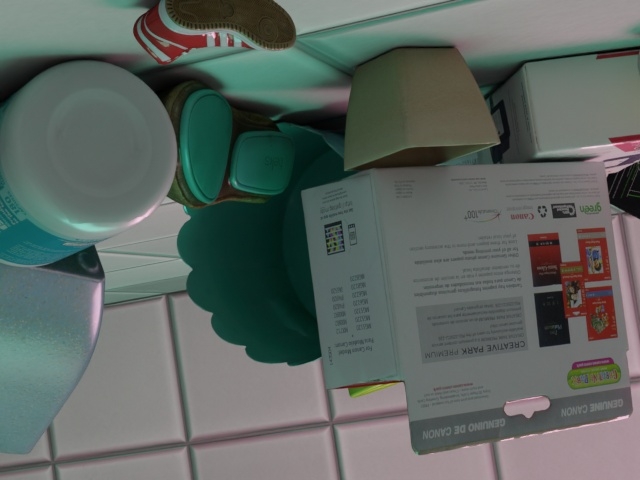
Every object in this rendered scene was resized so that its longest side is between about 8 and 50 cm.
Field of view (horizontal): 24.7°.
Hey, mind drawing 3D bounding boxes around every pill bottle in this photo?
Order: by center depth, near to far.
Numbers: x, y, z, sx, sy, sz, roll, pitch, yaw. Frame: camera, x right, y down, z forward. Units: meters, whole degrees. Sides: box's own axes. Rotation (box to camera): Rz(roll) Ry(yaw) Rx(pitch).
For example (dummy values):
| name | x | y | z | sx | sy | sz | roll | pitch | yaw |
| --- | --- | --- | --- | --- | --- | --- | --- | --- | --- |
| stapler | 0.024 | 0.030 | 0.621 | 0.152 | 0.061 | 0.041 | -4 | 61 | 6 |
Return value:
| name | x | y | z | sx | sy | sz | roll | pitch | yaw |
| --- | --- | --- | --- | --- | --- | --- | --- | --- | --- |
| pill bottle | -0.239 | -0.057 | 1.272 | 0.146 | 0.146 | 0.264 | -6 | 173 | -30 |

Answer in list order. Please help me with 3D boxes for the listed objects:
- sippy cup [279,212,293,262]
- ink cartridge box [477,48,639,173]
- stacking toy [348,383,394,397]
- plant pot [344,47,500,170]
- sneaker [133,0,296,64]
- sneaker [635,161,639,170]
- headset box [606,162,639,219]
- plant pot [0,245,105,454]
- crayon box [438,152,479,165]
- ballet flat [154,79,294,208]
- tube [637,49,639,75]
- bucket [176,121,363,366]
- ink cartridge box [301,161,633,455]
| name | x | y | z | sx | sy | sz | roll | pitch | yaw |
| --- | --- | --- | --- | --- | --- | --- | --- | --- | --- |
| sippy cup | -0.019 | -0.001 | 1.919 | 0.224 | 0.240 | 0.305 | 13 | 152 | -44 |
| ink cartridge box | 0.277 | -0.129 | 1.585 | 0.171 | 0.100 | 0.237 | -7 | 174 | -8 |
| stacking toy | 0.156 | 0.082 | 1.814 | 0.279 | 0.130 | 0.309 | -18 | 171 | -12 |
| plant pot | 0.087 | -0.124 | 1.356 | 0.109 | 0.096 | 0.109 | -4 | 173 | -33 |
| sneaker | -0.080 | -0.153 | 1.065 | 0.118 | 0.042 | 0.067 | 6 | 163 | -39 |
| sneaker | 0.428 | -0.100 | 1.712 | 0.146 | 0.134 | 0.343 | -6 | -170 | 19 |
| headset box | 0.566 | -0.056 | 1.950 | 0.283 | 0.131 | 0.246 | 32 | -158 | 35 |
| plant pot | -0.371 | 0.051 | 1.558 | 0.247 | 0.247 | 0.252 | 14 | 132 | -45 |
| crayon box | 0.275 | 0.026 | 2.030 | 0.083 | 0.323 | 0.203 | -6 | 175 | -28 |
| ballet flat | -0.128 | -0.093 | 1.410 | 0.124 | 0.116 | 0.342 | 10 | -176 | 15 |
| tube | 0.416 | -0.187 | 1.474 | 0.240 | 0.062 | 0.070 | -10 | -142 | -38 |
| bucket | 0.000 | 0.000 | 1.647 | 0.281 | 0.281 | 0.183 | -12 | 175 | 34 |
| ink cartridge box | 0.154 | 0.065 | 1.471 | 0.309 | 0.272 | 0.130 | -3 | 173 | -35 |
